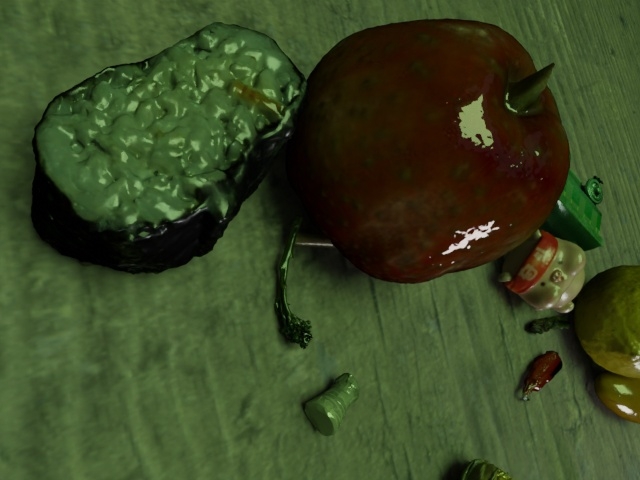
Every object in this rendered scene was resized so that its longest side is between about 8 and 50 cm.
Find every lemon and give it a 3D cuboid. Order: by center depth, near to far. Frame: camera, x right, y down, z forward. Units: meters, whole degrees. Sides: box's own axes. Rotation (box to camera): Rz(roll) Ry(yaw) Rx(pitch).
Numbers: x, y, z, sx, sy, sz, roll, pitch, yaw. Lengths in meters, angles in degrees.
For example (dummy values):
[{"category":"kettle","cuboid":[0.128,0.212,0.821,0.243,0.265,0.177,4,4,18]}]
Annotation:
[{"category":"lemon","cuboid":[0.744,0.184,1.160,0.253,0.253,0.310,56,45,-11]}]

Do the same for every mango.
[{"category":"mango","cuboid":[0.773,0.378,1.210,0.253,0.113,0.139,23,67,-23]}]

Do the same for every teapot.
[{"category":"teapot","cuboid":[0.022,0.237,0.705,0.083,0.057,0.067,-36,137,-42]}]

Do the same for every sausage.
[{"category":"sausage","cuboid":[0.000,0.000,0.773,0.132,0.024,0.024,3,75,-37]}]

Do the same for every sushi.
[{"category":"sushi","cuboid":[-0.163,-0.109,0.581,0.211,0.171,0.350,37,58,-2]}]

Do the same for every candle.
[{"category":"candle","cuboid":[0.468,0.292,1.046,0.162,0.048,0.053,-25,58,-40]}]

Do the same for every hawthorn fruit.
[{"category":"hawthorn fruit","cuboid":[0.159,-0.141,0.707,0.402,0.402,0.403,12,69,-35]}]

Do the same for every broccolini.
[{"category":"broccolini","cuboid":[-0.043,0.059,0.704,0.052,0.054,0.194,-4,86,-5]}]

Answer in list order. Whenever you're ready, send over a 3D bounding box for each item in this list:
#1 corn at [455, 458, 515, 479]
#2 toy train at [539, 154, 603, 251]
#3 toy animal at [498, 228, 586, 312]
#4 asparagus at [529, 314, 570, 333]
[{"category":"corn","cuboid":[0.219,0.480,0.752,0.123,0.122,0.305,42,47,14]},{"category":"toy train","cuboid":[0.595,-0.114,1.214,0.301,0.120,0.202,36,61,-25]},{"category":"toy animal","cuboid":[0.486,0.063,1.051,0.197,0.171,0.171,22,64,-39]},{"category":"asparagus","cuboid":[0.527,0.195,1.123,0.165,0.030,0.036,-1,88,-38]}]
